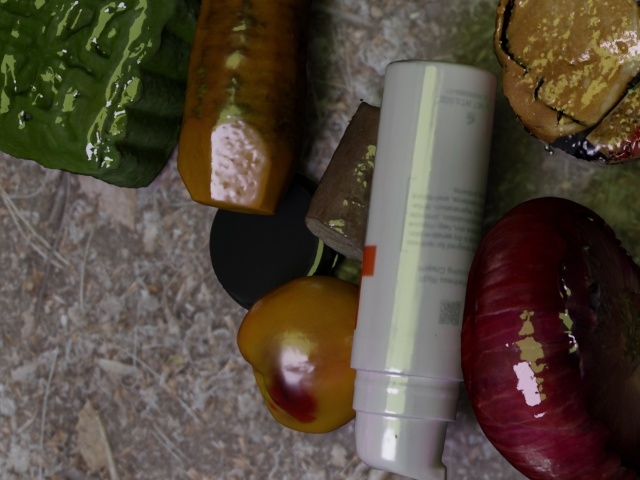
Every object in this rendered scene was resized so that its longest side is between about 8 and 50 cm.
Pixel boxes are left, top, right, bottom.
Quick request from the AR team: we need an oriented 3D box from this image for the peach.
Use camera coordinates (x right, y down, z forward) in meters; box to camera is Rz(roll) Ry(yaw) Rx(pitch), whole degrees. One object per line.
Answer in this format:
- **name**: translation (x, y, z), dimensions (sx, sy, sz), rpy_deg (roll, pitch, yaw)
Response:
- **peach**: translation (0.000, 0.098, 1.660), dimensions (0.138, 0.138, 0.138), rpy_deg (-1, 88, 24)

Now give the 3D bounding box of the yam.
- **yam**: translation (0.041, -0.052, 1.661), dimensions (0.084, 0.084, 0.127), rpy_deg (25, 79, 23)

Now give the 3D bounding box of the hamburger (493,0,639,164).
- **hamburger**: translation (0.251, -0.171, 1.574), dimensions (0.231, 0.107, 0.231), rpy_deg (-1, 89, 28)

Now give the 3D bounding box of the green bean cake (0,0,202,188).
- **green bean cake**: translation (-0.231, -0.176, 1.775), dimensions (0.248, 0.125, 0.222), rpy_deg (24, 97, 23)

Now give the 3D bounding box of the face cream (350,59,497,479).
- **face cream**: translation (0.083, 0.026, 1.579), dimensions (0.102, 0.102, 0.345), rpy_deg (6, 86, 24)

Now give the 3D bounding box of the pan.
- **pan**: translation (0.000, 0.000, 1.718), dimensions (0.235, 0.028, 0.136), rpy_deg (-1, 85, 24)

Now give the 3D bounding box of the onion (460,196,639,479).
- **onion**: translation (0.194, 0.090, 1.517), dimensions (0.161, 0.248, 0.248), rpy_deg (-15, 82, 10)

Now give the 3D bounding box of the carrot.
- **carrot**: translation (-0.061, -0.175, 1.695), dimensions (0.114, 0.114, 0.302), rpy_deg (3, 84, 24)
